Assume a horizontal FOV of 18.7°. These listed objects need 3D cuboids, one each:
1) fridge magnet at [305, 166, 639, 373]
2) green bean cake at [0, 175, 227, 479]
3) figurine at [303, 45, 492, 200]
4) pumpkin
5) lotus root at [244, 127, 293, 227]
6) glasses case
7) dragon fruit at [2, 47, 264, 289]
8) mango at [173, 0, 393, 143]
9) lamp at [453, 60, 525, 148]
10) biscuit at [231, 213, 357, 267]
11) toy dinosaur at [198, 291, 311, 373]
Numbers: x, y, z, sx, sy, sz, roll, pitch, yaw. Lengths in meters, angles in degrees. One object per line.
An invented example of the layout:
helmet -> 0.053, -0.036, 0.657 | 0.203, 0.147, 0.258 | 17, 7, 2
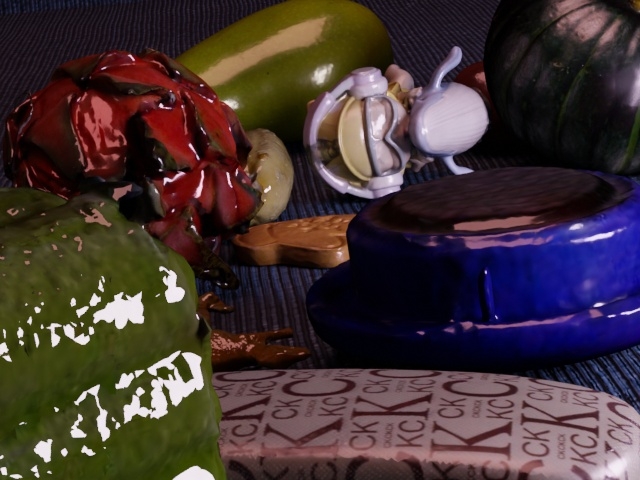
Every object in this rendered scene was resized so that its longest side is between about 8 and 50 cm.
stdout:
fridge magnet -> 0.120, 0.020, 1.268 | 0.265, 0.113, 0.265 | -7, 13, 2
green bean cake -> -0.166, 0.104, 0.767 | 0.250, 0.247, 0.156 | 5, 18, 38
figurine -> 0.067, -0.102, 1.769 | 0.184, 0.128, 0.208 | -12, 7, -14
pumpkin -> 0.271, -0.169, 1.777 | 0.250, 0.216, 0.250 | 6, 46, -7
lotus root -> -0.070, -0.057, 1.715 | 0.090, 0.077, 0.183 | 0, 16, -7
glasses case -> -0.011, 0.116, 0.990 | 0.354, 0.085, 0.137 | -1, 14, 15
dragon fruit -> -0.149, -0.050, 1.494 | 0.193, 0.192, 0.274 | -7, 16, 12
mango -> -0.059, -0.163, 2.026 | 0.293, 0.143, 0.175 | -23, 26, -22
lamp -> 0.176, -0.134, 1.909 | 0.101, 0.090, 0.101 | 30, 21, -13
biscuit -> 0.000, -0.002, 1.583 | 0.140, 0.023, 0.118 | -7, 14, -11
toy dinosaur -> -0.098, 0.076, 1.282 | 0.162, 0.039, 0.126 | -12, 17, -20
